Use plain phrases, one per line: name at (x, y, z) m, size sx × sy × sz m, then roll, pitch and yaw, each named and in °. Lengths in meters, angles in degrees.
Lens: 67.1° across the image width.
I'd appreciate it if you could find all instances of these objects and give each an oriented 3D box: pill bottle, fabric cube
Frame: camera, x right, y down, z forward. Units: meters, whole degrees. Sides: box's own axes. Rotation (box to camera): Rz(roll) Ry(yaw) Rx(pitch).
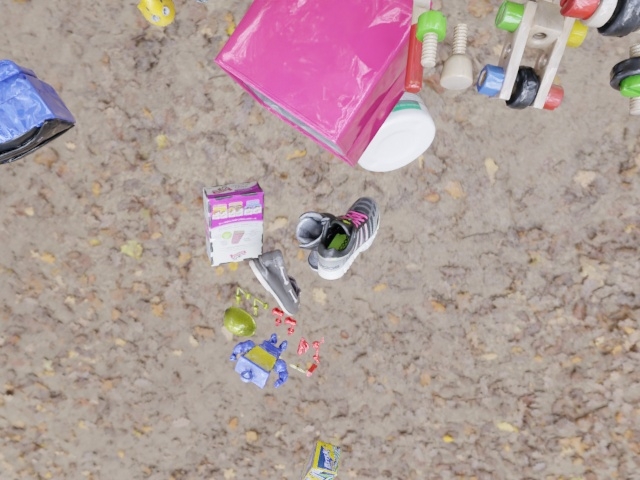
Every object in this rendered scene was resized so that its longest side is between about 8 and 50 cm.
pill bottle at (0.128, -0.371, 1.214) m, size 0.204 × 0.361 × 0.204 m, roll -15°, pitch 154°, yaw -7°
fabric cube at (0.018, -0.323, 0.871) m, size 0.254 × 0.259 × 0.258 m, roll 35°, pitch 95°, yaw 9°

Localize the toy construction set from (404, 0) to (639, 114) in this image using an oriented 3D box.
toy construction set at (0.263, -0.309, 0.593) m, size 0.308 × 0.257 × 0.237 m, roll 3°, pitch 83°, yaw 19°

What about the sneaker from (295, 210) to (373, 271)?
sneaker at (0.000, 0.000, 1.137) m, size 0.153 × 0.101 × 0.268 m, roll 10°, pitch 155°, yaw -26°

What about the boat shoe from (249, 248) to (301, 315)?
boat shoe at (-0.104, 0.132, 1.445) m, size 0.095 × 0.112 × 0.335 m, roll -31°, pitch 147°, yaw -1°

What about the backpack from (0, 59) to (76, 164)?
backpack at (-0.378, -0.148, 0.578) m, size 0.120 × 0.098 × 0.101 m, roll -33°, pitch 98°, yaw -2°

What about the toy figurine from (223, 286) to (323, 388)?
toy figurine at (-0.196, 0.335, 1.489) m, size 0.362 × 0.217 × 0.191 m, roll 31°, pitch 126°, yaw 11°

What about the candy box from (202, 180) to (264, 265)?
candy box at (-0.249, -0.048, 1.390) m, size 0.159 × 0.071 × 0.233 m, roll -10°, pitch 129°, yaw -22°

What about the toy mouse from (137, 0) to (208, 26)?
toy mouse at (-0.141, -0.293, 0.556) m, size 0.143 × 0.161 × 0.031 m, roll -32°, pitch 110°, yaw -2°

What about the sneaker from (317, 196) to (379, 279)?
sneaker at (0.047, -0.018, 0.791) m, size 0.063 × 0.170 × 0.075 m, roll 24°, pitch 151°, yaw 24°

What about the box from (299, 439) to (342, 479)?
box at (-0.004, 0.486, 1.027) m, size 0.054 × 0.059 × 0.169 m, roll 17°, pitch 138°, yaw -2°
